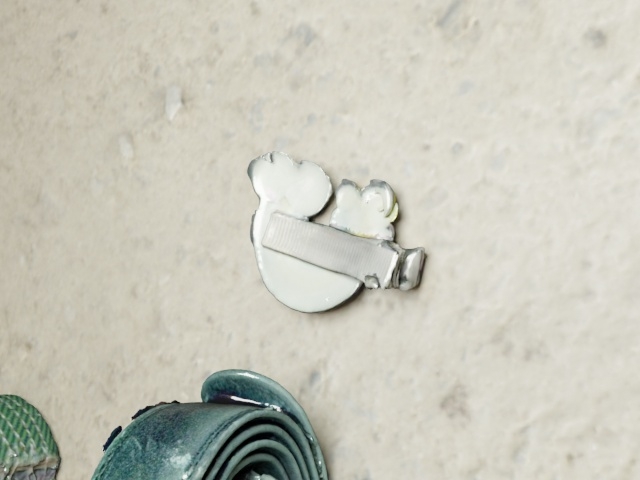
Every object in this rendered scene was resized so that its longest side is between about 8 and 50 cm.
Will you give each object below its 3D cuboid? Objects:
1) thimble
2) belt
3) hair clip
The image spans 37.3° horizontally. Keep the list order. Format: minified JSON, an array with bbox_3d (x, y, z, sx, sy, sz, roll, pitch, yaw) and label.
[{"bbox_3d":[-0.324,0.211,0.907,0.135,0.090,0.118,30,103,32],"label":"thimble"},{"bbox_3d":[-0.073,0.222,0.654,0.116,0.206,0.267,-2,76,32],"label":"belt"},{"bbox_3d":[0.000,0.000,0.731,0.172,0.049,0.116,18,90,38],"label":"hair clip"}]
